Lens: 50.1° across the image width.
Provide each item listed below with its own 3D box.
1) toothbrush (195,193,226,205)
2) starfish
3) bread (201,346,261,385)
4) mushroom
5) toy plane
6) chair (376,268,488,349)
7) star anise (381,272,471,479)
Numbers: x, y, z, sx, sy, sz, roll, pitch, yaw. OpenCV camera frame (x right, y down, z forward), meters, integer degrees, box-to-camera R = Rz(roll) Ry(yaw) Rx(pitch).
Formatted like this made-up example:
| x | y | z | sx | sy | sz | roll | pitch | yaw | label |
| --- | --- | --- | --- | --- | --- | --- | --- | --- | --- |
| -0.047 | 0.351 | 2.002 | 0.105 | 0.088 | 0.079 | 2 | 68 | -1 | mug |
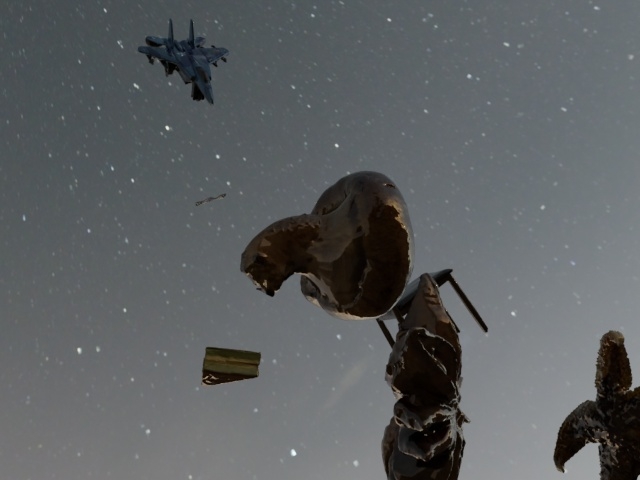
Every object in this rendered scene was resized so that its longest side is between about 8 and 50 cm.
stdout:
| x | y | z | sx | sy | sz | roll | pitch | yaw | label |
| --- | --- | --- | --- | --- | --- | --- | --- | --- | --- |
| -0.241 | -0.087 | 1.485 | 0.013 | 0.131 | 0.011 | -38 | -73 | -35 | toothbrush |
| 0.370 | 0.219 | 0.820 | 0.071 | 0.216 | 0.238 | -21 | -84 | -44 | starfish |
| -0.221 | 0.317 | 1.691 | 0.139 | 0.074 | 0.084 | 6 | -37 | -8 | bread |
| 0.037 | 0.004 | 1.109 | 0.267 | 0.267 | 0.254 | -53 | -31 | 12 | mushroom |
| -0.227 | -0.303 | 1.215 | 0.169 | 0.246 | 0.078 | -7 | -38 | -27 | toy plane |
| 0.191 | 0.122 | 1.430 | 0.166 | 0.188 | 0.272 | -35 | -90 | -13 | chair |
| 0.131 | 0.225 | 0.877 | 0.292 | 0.109 | 0.349 | -59 | -36 | -45 | star anise |
